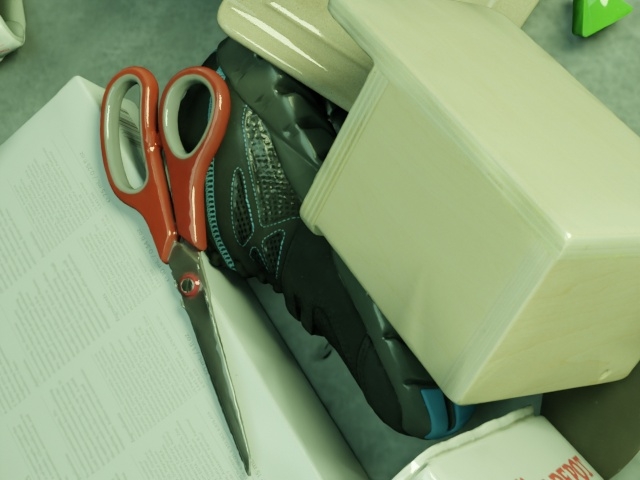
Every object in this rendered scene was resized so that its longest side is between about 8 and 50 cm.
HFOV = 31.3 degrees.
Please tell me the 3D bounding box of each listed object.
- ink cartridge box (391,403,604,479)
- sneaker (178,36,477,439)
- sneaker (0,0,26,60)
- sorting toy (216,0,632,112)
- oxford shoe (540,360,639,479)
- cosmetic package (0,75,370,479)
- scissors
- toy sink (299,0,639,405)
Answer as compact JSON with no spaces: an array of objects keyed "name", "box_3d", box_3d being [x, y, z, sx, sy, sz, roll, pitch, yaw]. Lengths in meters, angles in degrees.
[{"name":"ink cartridge box","box_3d":[0.167,0.290,0.576,0.166,0.285,0.395,-47,72,12]},{"name":"sneaker","box_3d":[0.000,0.000,0.819,0.140,0.125,0.340,-41,61,29]},{"name":"sneaker","box_3d":[-0.317,-0.174,0.989,0.115,0.090,0.232,28,95,21]},{"name":"sorting toy","box_3d":[0.051,-0.185,0.780,0.348,0.047,0.196,32,101,-9]},{"name":"oxford shoe","box_3d":[0.205,0.063,0.735,0.076,0.076,0.212,28,110,27]},{"name":"cosmetic package","box_3d":[-0.180,0.109,0.878,0.284,0.097,0.377,-37,69,12]},{"name":"scissors","box_3d":[-0.101,0.017,0.800,0.109,0.021,0.297,-9,82,25]},{"name":"toy sink","box_3d":[0.092,-0.030,0.684,0.234,0.153,0.131,52,128,34]}]
